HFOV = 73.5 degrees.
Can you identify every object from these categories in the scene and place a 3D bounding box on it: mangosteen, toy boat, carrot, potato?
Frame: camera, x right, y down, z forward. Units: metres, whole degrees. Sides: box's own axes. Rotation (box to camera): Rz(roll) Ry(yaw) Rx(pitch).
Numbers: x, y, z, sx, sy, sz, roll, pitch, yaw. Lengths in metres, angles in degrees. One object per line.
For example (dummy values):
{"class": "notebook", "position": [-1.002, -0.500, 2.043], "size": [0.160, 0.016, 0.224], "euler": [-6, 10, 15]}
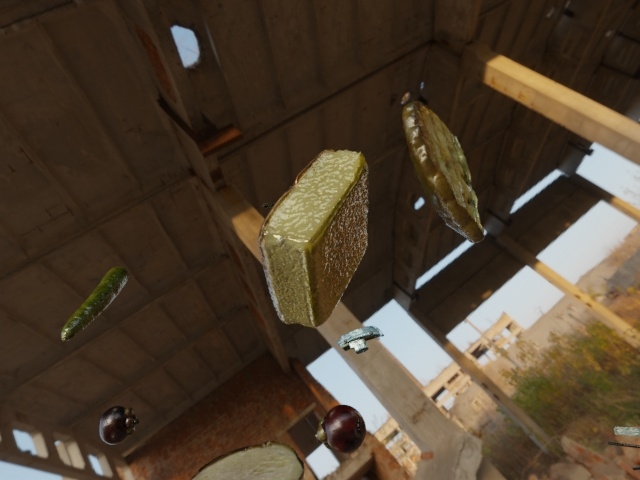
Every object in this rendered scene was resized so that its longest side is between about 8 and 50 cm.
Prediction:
{"class": "mangosteen", "position": [-0.728, 0.668, 1.559], "size": [0.140, 0.140, 0.140], "euler": [-32, -32, -22]}
{"class": "toy boat", "position": [0.186, 0.463, 1.945], "size": [0.215, 0.102, 0.088], "euler": [-24, -33, 7]}
{"class": "mangosteen", "position": [0.070, 0.707, 1.602], "size": [0.199, 0.200, 0.200], "euler": [-32, -32, -22]}
{"class": "carrot", "position": [-0.709, 0.195, 1.358], "size": [0.074, 0.074, 0.359], "euler": [-61, 11, 26]}
{"class": "potato", "position": [-0.146, 0.654, 0.933], "size": [0.289, 0.296, 0.397], "euler": [-12, 0, 7]}

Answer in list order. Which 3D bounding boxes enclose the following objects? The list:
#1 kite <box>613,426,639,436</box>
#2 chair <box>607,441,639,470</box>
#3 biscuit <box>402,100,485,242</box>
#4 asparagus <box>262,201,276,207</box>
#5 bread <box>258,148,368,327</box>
{"class": "kite", "position": [0.429, 0.222, 0.500], "size": [0.005, 0.152, 0.137], "euler": [25, -111, -33]}
{"class": "chair", "position": [0.944, 0.652, 1.170], "size": [0.247, 0.172, 0.159], "euler": [-30, 16, 47]}
{"class": "biscuit", "position": [0.280, -0.170, 0.976], "size": [0.078, 0.329, 0.335], "euler": [-24, 16, 30]}
{"class": "asparagus", "position": [-0.085, -0.085, 1.010], "size": [0.166, 0.013, 0.016], "euler": [-9, -73, -61]}
{"class": "bread", "position": [0.000, 0.000, 1.013], "size": [0.324, 0.143, 0.333], "euler": [-57, -25, -36]}
